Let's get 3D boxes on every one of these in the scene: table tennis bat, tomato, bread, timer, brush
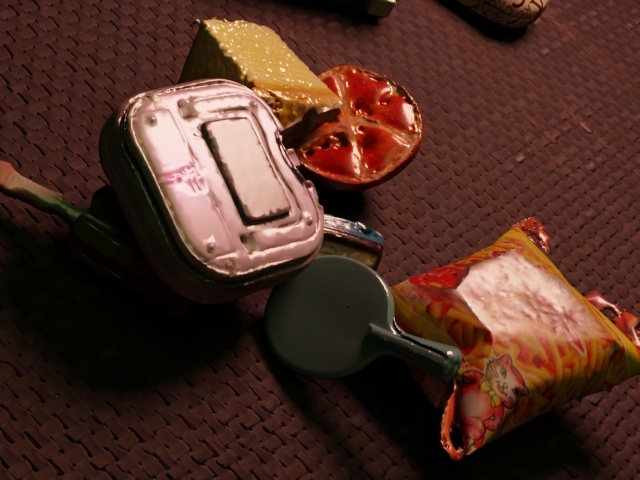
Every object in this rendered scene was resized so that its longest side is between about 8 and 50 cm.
[{"bbox_3d":[0.038,0.083,1.177,0.201,0.033,0.124,20,73,24],"label":"table tennis bat"},{"bbox_3d":[0.036,-0.111,1.384,0.155,0.069,0.156,-1,62,2],"label":"tomato"},{"bbox_3d":[-0.068,-0.154,1.337,0.152,0.127,0.147,-16,57,-40],"label":"bread"},{"bbox_3d":[-0.095,-0.051,1.162,0.190,0.069,0.209,-19,76,-43],"label":"timer"},{"bbox_3d":[-0.237,-0.031,1.163,0.301,0.071,0.084,30,45,-2],"label":"brush"}]

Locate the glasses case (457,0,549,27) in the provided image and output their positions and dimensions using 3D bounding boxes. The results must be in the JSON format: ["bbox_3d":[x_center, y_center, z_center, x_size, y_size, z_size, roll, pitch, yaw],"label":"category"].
[{"bbox_3d":[0.165,-0.421,1.754,0.354,0.085,0.137,37,41,6],"label":"glasses case"}]

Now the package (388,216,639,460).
[{"bbox_3d":[0.176,0.091,1.261,0.288,0.108,0.223,-15,54,-33],"label":"package"}]

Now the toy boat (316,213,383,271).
[{"bbox_3d":[0.000,0.000,1.287,0.137,0.060,0.061,7,23,-24],"label":"toy boat"}]

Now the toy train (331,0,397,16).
[{"bbox_3d":[0.009,-0.404,1.601,0.271,0.159,0.188,10,57,-23],"label":"toy train"}]
